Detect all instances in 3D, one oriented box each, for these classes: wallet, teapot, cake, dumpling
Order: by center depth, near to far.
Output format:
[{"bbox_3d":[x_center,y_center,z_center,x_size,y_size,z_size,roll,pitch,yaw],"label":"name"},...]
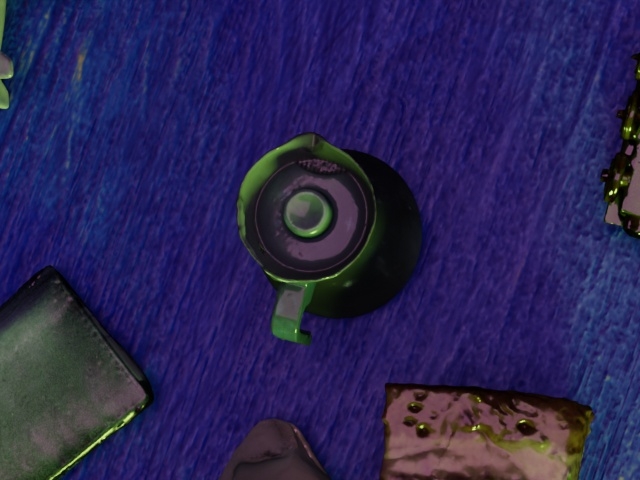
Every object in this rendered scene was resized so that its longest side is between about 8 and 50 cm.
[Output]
[{"bbox_3d":[0.143,0.286,1.758,0.198,0.196,0.293,7,78,4],"label":"cake"},{"bbox_3d":[0.000,0.000,1.807,0.171,0.225,0.203,12,86,11],"label":"teapot"},{"bbox_3d":[-0.047,0.295,1.825,0.162,0.132,0.250,-29,51,14],"label":"dumpling"},{"bbox_3d":[-0.362,0.209,1.935,0.379,0.046,0.191,-41,78,4],"label":"wallet"}]

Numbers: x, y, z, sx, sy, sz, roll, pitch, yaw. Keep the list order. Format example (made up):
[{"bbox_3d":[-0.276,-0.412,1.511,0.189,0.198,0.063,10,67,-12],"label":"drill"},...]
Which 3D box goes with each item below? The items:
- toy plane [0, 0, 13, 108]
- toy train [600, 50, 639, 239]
[{"bbox_3d":[-0.373,-0.260,1.949,0.252,0.118,0.252,-2,87,28],"label":"toy plane"},{"bbox_3d":[0.329,-0.111,1.812,0.090,0.137,0.225,14,91,6],"label":"toy train"}]
